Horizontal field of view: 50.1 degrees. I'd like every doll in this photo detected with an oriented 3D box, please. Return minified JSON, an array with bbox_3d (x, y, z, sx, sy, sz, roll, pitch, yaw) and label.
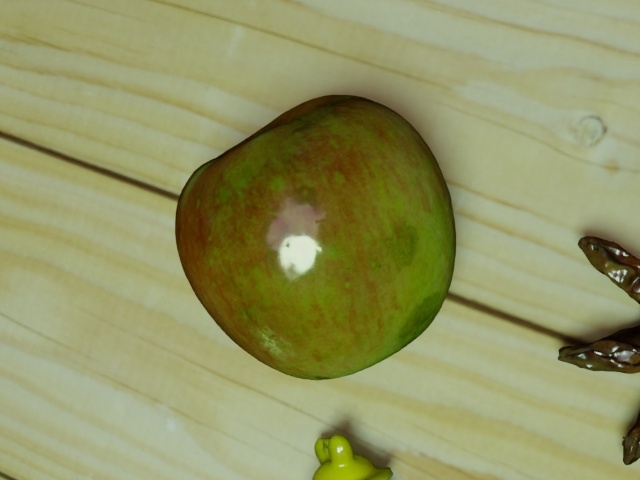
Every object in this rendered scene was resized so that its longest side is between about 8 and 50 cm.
[{"bbox_3d":[0.039,0.300,0.631,0.098,0.135,0.241,-17,74,9],"label":"doll"}]

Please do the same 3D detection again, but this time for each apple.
[{"bbox_3d":[0.000,0.000,0.615,0.246,0.246,0.226,-26,103,10],"label":"apple"}]

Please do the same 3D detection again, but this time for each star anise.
[{"bbox_3d":[0.348,0.078,0.590,0.288,0.088,0.289,0,87,10],"label":"star anise"}]
